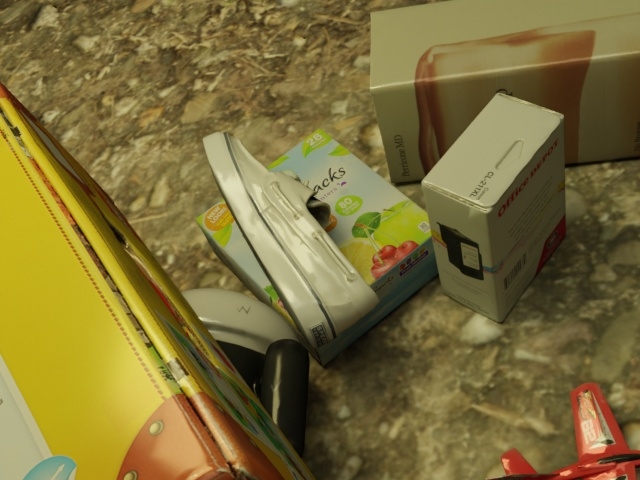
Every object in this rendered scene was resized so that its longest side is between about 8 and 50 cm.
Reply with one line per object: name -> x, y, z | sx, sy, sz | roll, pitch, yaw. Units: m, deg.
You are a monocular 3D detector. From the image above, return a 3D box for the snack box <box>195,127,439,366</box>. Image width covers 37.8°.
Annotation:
snack box -> 0.000, 0.000, 0.962 | 0.174, 0.070, 0.207 | -38, 51, -13

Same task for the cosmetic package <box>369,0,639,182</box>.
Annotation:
cosmetic package -> 0.208, -0.167, 0.984 | 0.296, 0.153, 0.129 | -6, 50, 12

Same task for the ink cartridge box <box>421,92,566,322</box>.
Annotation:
ink cartridge box -> 0.167, -0.029, 0.869 | 0.072, 0.175, 0.127 | 28, 64, 31

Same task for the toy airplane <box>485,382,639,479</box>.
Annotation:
toy airplane -> 0.214, 0.194, 0.776 | 0.151, 0.028, 0.151 | -8, 50, 10

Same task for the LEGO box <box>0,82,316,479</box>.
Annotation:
LEGO box -> -0.250, 0.151, 0.637 | 0.372, 0.193, 0.500 | -41, 44, -4

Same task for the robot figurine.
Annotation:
robot figurine -> -0.101, 0.175, 0.790 | 0.209, 0.173, 0.278 | -1, 53, 11

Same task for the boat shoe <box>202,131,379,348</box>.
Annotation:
boat shoe -> -0.031, -0.015, 0.889 | 0.084, 0.095, 0.258 | -28, 62, -6
